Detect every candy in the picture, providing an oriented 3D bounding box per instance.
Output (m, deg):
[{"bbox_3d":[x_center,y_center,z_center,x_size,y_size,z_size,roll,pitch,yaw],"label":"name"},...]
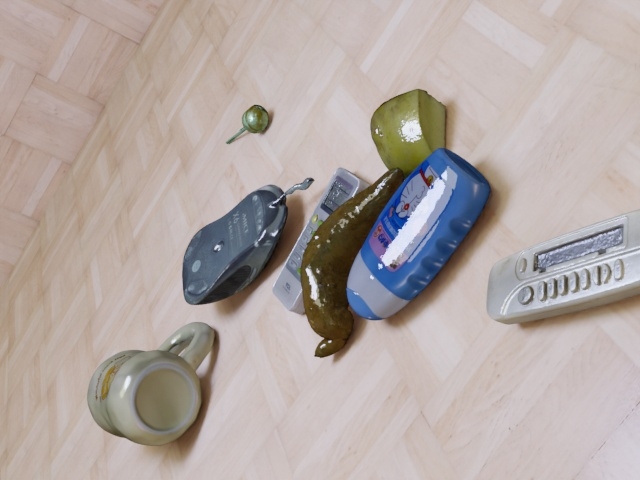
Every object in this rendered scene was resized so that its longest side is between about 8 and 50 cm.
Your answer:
[{"bbox_3d":[-0.169,-0.244,2.040,0.202,0.061,0.061,-24,48,62],"label":"candy"}]

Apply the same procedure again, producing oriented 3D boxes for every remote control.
[{"bbox_3d":[0.000,0.000,1.568,0.250,0.034,0.103,-60,29,8],"label":"remote control"},{"bbox_3d":[0.282,0.038,1.046,0.230,0.049,0.090,-25,47,51],"label":"remote control"}]

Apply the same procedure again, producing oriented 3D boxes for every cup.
[{"bbox_3d":[-0.297,0.278,1.769,0.202,0.255,0.173,-9,103,59],"label":"cup"}]

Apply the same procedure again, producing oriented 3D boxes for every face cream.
[{"bbox_3d":[0.125,0.000,1.305,0.264,0.083,0.149,-55,34,19],"label":"face cream"}]

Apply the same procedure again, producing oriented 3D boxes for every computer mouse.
[{"bbox_3d":[-0.127,0.001,1.732,0.379,0.090,0.167,-37,44,31],"label":"computer mouse"}]

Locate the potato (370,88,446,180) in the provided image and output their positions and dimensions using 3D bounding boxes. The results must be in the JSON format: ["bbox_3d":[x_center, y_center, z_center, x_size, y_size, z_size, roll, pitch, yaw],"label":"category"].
[{"bbox_3d":[0.119,-0.147,1.435,0.149,0.081,0.120,-34,39,44],"label":"potato"}]

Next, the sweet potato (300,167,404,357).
[{"bbox_3d":[0.032,0.027,1.432,0.124,0.098,0.309,18,82,40],"label":"sweet potato"}]
